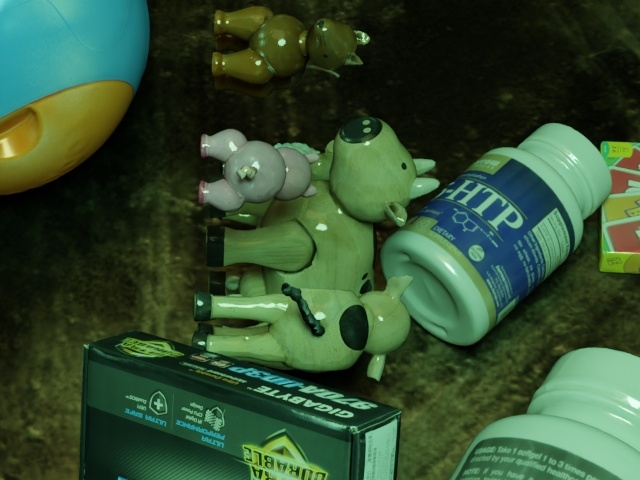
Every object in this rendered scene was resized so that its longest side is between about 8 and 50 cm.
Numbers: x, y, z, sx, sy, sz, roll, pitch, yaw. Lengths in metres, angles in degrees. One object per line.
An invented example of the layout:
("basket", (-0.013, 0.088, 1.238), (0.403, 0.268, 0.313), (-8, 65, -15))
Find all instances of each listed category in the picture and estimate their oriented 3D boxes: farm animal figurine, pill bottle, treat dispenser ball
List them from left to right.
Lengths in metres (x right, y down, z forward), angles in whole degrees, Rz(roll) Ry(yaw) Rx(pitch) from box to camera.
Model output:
("treat dispenser ball", (-0.291, -0.182, 1.346), (0.288, 0.288, 0.288), (-2, 53, 3))
("farm animal figurine", (0.000, 0.000, 1.171), (0.172, 0.327, 0.330), (2, 55, -2))
("pill bottle", (0.149, -0.011, 1.295), (0.112, 0.112, 0.186), (36, 63, 27))
("pill bottle", (0.148, 0.231, 1.069), (0.176, 0.176, 0.318), (23, 58, 20))

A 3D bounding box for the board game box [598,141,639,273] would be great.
("board game box", (0.369, -0.024, 1.340), (0.259, 0.039, 0.124), (4, 54, 4))

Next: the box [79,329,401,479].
("box", (-0.057, 0.165, 0.978), (0.220, 0.175, 0.051), (14, 17, 34))
